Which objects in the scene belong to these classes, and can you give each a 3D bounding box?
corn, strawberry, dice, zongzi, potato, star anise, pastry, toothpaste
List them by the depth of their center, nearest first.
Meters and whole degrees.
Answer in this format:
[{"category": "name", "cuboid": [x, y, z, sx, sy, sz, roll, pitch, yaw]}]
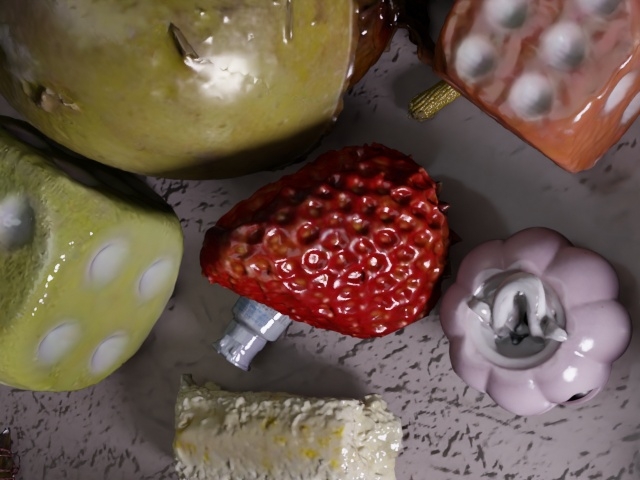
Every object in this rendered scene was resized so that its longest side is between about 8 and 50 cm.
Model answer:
[{"category": "dice", "cuboid": [0.222, -0.178, 1.037, 0.174, 0.179, 0.175, 40, 99, 17]}, {"category": "strawberry", "cuboid": [0.000, 0.000, 1.053, 0.205, 0.244, 0.205, 6, 98, 55]}, {"category": "potato", "cuboid": [-0.191, -0.268, 1.085, 0.442, 0.319, 0.385, 50, 128, 29]}, {"category": "star anise", "cuboid": [0.042, -0.306, 1.145, 0.237, 0.148, 0.346, 13, 107, 25]}, {"category": "corn", "cuboid": [0.125, -0.151, 1.162, 0.083, 0.027, 0.028, -31, 53, 17]}, {"category": "pastry", "cuboid": [-0.042, 0.212, 1.170, 0.258, 0.089, 0.121, 2, 98, 26]}, {"category": "toothpaste", "cuboid": [-0.031, 0.032, 1.201, 0.089, 0.057, 0.234, 36, 92, 20]}, {"category": "dice", "cuboid": [-0.308, 0.016, 1.216, 0.227, 0.238, 0.233, 33, 98, 23]}, {"category": "zongzi", "cuboid": [-0.387, 0.259, 1.329, 0.073, 0.067, 0.083, -51, 51, 18]}]

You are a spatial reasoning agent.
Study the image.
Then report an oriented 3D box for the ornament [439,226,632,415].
[{"category": "ornament", "cuboid": [0.197, 0.075, 1.036, 0.177, 0.177, 0.177, -2, 84, 23]}]
